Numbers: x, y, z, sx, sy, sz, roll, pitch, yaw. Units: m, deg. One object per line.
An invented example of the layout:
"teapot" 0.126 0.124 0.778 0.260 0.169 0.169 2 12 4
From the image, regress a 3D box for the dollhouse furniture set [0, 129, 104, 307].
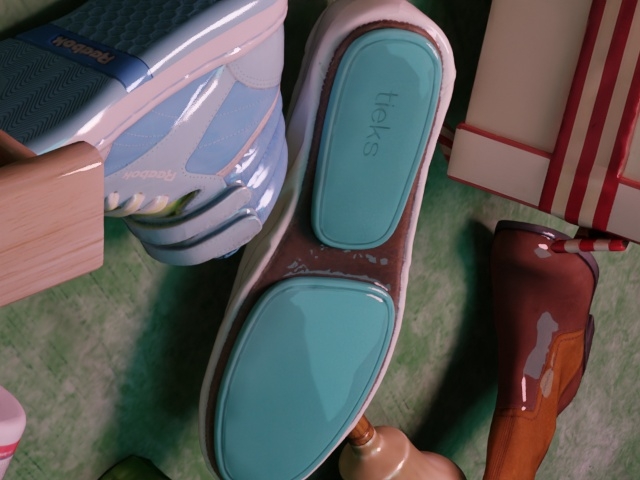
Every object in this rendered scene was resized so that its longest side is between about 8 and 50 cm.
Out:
"dollhouse furniture set" -0.239 -0.178 0.706 0.362 0.256 0.394 -23 132 -38

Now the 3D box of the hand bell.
"hand bell" 0.030 0.159 1.409 0.126 0.126 0.242 -43 128 -19

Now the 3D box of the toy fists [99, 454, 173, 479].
"toy fists" -0.117 0.309 1.290 0.096 0.142 0.279 -28 134 -34

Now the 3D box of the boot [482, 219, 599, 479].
"boot" 0.168 0.149 1.479 0.264 0.096 0.280 77 32 -58

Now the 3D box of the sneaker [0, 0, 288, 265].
"sneaker" -0.134 -0.037 1.038 0.319 0.127 0.208 -34 136 -28

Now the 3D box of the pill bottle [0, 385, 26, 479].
"pill bottle" -0.271 0.172 1.045 0.108 0.108 0.180 14 105 -52

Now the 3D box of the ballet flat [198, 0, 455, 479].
"ballet flat" 0.000 0.000 1.216 0.139 0.139 0.400 -8 123 -46

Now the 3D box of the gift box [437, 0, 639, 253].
"gift box" 0.248 -0.135 1.310 0.255 0.276 0.258 -24 129 -55
